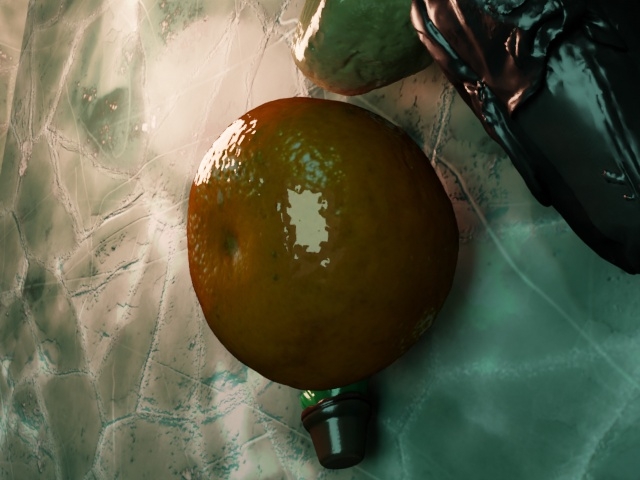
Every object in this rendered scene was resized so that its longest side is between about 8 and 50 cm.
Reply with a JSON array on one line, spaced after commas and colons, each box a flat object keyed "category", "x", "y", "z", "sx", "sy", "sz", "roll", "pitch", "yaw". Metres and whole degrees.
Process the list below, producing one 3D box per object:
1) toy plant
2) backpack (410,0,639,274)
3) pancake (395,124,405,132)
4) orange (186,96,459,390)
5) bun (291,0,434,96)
[{"category": "toy plant", "x": 0.022, "y": 0.254, "z": 1.093, "sx": 0.143, "sy": 0.105, "sz": 0.200, "roll": -44, "pitch": 39, "yaw": 41}, {"category": "backpack", "x": 0.309, "y": -0.150, "z": 0.755, "sx": 0.255, "sy": 0.363, "sz": 0.446, "roll": -35, "pitch": 77, "yaw": 23}, {"category": "pancake", "x": 0.103, "y": -0.139, "z": 1.136, "sx": 0.108, "sy": 0.017, "sz": 0.108, "roll": -6, "pitch": 81, "yaw": 43}, {"category": "orange", "x": 0.000, "y": 0.000, "z": 0.998, "sx": 0.424, "sy": 0.326, "sz": 0.424, "roll": 8, "pitch": 100, "yaw": 51}, {"category": "bun", "x": 0.106, "y": -0.368, "z": 0.996, "sx": 0.352, "sy": 0.227, "sz": 0.349, "roll": 155, "pitch": 135, "yaw": -78}]
